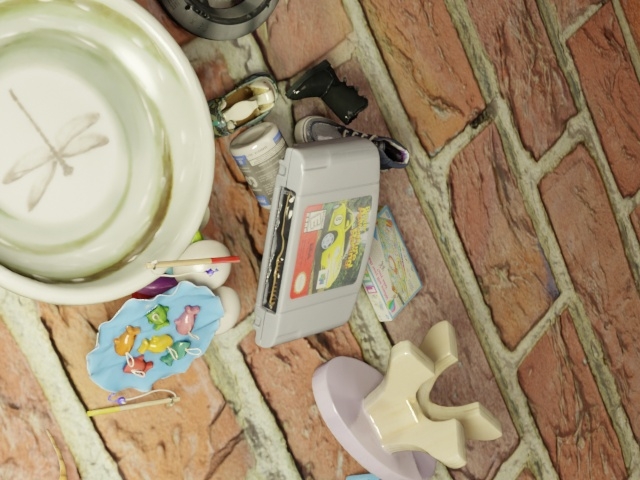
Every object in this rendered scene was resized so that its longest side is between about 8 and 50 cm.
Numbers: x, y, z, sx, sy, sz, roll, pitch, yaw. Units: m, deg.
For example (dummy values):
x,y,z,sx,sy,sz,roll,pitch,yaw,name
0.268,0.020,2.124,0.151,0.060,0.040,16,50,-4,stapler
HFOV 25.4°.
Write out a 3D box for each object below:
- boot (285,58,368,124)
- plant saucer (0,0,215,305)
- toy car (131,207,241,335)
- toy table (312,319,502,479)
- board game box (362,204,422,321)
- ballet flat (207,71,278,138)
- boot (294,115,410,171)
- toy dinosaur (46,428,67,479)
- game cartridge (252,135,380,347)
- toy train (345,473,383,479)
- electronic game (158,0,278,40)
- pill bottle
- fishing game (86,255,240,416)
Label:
x,y,z,sx,sy,sz,roll,pitch,yaw,name
0.012,-0.214,2.138,0.099,0.045,0.121,48,41,0,boot
-0.318,-0.117,1.697,0.400,0.100,0.401,8,77,-36,plant saucer
-0.188,0.037,1.834,0.136,0.159,0.182,-18,135,-9,toy car
0.136,0.248,2.113,0.274,0.161,0.252,32,39,-44,toy table
0.099,0.035,2.243,0.103,0.026,0.154,-44,117,-43,board game box
-0.102,-0.192,2.015,0.188,0.070,0.070,-40,114,-45,ballet flat
0.051,-0.149,2.167,0.190,0.086,0.069,17,73,-47,boot
-0.321,0.343,1.691,0.112,0.064,0.211,49,51,-32,toy dinosaur
0.000,0.000,2.032,0.196,0.060,0.294,-16,121,-52,game cartridge
0.094,0.435,2.147,0.184,0.080,0.105,51,44,-32,toy train
-0.143,-0.394,1.985,0.229,0.048,0.229,-4,97,-37,electronic game
-0.067,-0.093,2.031,0.078,0.078,0.137,-50,121,-40,pill bottle
-0.198,0.125,1.744,0.189,0.264,0.041,-2,42,-40,fishing game
